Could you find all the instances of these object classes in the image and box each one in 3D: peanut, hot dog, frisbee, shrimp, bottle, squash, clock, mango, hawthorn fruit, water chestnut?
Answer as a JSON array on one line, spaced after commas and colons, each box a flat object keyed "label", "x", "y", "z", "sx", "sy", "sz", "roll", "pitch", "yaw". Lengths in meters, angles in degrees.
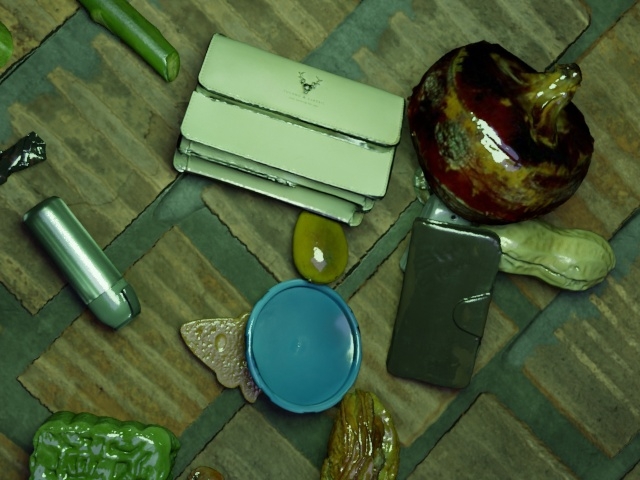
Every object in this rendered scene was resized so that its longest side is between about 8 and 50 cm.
[{"label": "peanut", "x": 0.419, "y": 0.023, "z": 1.471, "sx": 0.290, "sy": 0.130, "sz": 0.130, "roll": 14, "pitch": 89, "yaw": -14}, {"label": "hot dog", "x": 0.070, "y": 0.401, "z": 1.413, "sx": 0.114, "sy": 0.175, "sz": 0.259, "roll": 17, "pitch": 90, "yaw": 33}, {"label": "frisbee", "x": -0.033, "y": 0.190, "z": 1.422, "sx": 0.242, "sy": 0.045, "sz": 0.242, "roll": 9, "pitch": 73, "yaw": -29}, {"label": "shrimp", "x": 0.246, "y": -0.088, "z": 1.499, "sx": 0.161, "sy": 0.034, "sz": 0.091, "roll": 33, "pitch": 99, "yaw": -5}, {"label": "bottle", "x": -0.404, "y": 0.038, "z": 1.359, "sx": 0.096, "sy": 0.079, "sz": 0.253, "roll": -31, "pitch": 97, "yaw": 37}, {"label": "squash", "x": -0.573, "y": -0.337, "z": 1.302, "sx": 0.105, "sy": 0.132, "sz": 0.105, "roll": 0, "pitch": 92, "yaw": -12}, {"label": "clock", "x": 0.234, "y": -0.003, "z": 1.460, "sx": 0.117, "sy": 0.080, "sz": 0.176, "roll": 21, "pitch": 104, "yaw": -9}, {"label": "mango", "x": 0.000, "y": 0.000, "z": 1.433, "sx": 0.103, "sy": 0.076, "sz": 0.161, "roll": 2, "pitch": 81, "yaw": -13}, {"label": "hawthorn fruit", "x": -0.194, "y": 0.450, "z": 1.424, "sx": 0.103, "sy": 0.067, "sz": 0.066, "roll": 41, "pitch": 84, "yaw": -34}, {"label": "water chestnut", "x": 0.322, "y": -0.202, "z": 1.353, "sx": 0.351, "sy": 0.302, "sz": 0.350, "roll": 17, "pitch": 51, "yaw": -21}]

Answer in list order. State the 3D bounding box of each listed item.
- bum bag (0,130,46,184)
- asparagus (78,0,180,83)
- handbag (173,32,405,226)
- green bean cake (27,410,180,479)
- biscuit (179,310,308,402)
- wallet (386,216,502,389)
[{"label": "bum bag", "x": -0.531, "y": -0.138, "z": 1.362, "sx": 0.124, "sy": 0.034, "sz": 0.058, "roll": -32, "pitch": 87, "yaw": -8}, {"label": "asparagus", "x": -0.348, "y": -0.389, "z": 1.376, "sx": 0.278, "sy": 0.060, "sz": 0.067, "roll": 41, "pitch": 74, "yaw": -9}, {"label": "handbag", "x": -0.049, "y": -0.199, "z": 1.368, "sx": 0.359, "sy": 0.160, "sz": 0.236, "roll": 17, "pitch": 65, "yaw": -8}, {"label": "green bean cake", "x": -0.369, "y": 0.413, "z": 1.353, "sx": 0.248, "sy": 0.125, "sz": 0.222, "roll": 4, "pitch": 90, "yaw": -10}, {"label": "biscuit", "x": -0.138, "y": 0.201, "z": 1.431, "sx": 0.250, "sy": 0.035, "sz": 0.162, "roll": 24, "pitch": 80, "yaw": -15}, {"label": "wallet", "x": 0.221, "y": 0.118, "z": 1.424, "sx": 0.165, "sy": 0.042, "sz": 0.309, "roll": 13, "pitch": 108, "yaw": 10}]
